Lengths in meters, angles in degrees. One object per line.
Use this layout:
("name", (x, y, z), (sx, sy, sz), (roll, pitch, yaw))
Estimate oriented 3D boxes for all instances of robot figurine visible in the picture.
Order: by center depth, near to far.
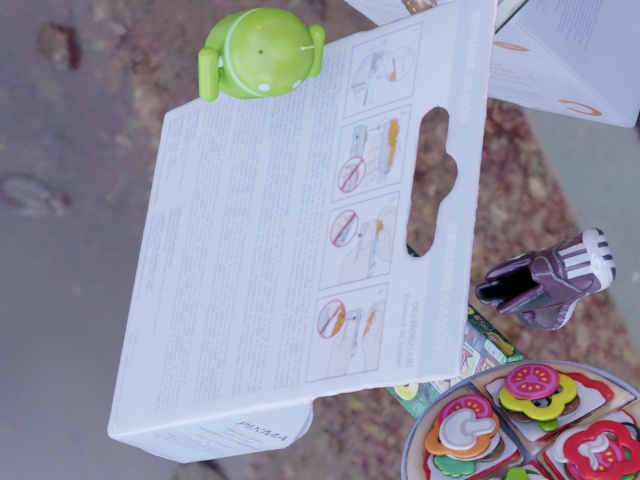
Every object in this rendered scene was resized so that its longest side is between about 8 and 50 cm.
("robot figurine", (-0.047, -0.140, 1.093), (0.115, 0.101, 0.067), (-172, 70, -67))

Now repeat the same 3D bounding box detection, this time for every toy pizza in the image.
("toy pizza", (0.158, 0.158, 1.095), (0.201, 0.201, 0.032), (9, 136, 27))

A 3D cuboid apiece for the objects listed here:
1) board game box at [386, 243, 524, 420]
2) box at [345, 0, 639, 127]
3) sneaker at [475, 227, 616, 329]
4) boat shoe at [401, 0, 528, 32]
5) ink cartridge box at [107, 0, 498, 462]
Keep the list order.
("board game box", (0.087, 0.086, 1.472), (0.260, 0.030, 0.136), (45, 129, 34))
("box", (0.191, -0.256, 1.460), (0.215, 0.345, 0.168), (17, 86, 31))
("sneaker", (0.271, 0.064, 1.962), (0.281, 0.163, 0.106), (119, 134, -66))
("boat shoe", (0.186, -0.288, 1.202), (0.103, 0.113, 0.302), (44, 92, 1))
("ink cartridge box", (0.000, 0.000, 1.141), (0.385, 0.308, 0.091), (-15, 148, 43))
